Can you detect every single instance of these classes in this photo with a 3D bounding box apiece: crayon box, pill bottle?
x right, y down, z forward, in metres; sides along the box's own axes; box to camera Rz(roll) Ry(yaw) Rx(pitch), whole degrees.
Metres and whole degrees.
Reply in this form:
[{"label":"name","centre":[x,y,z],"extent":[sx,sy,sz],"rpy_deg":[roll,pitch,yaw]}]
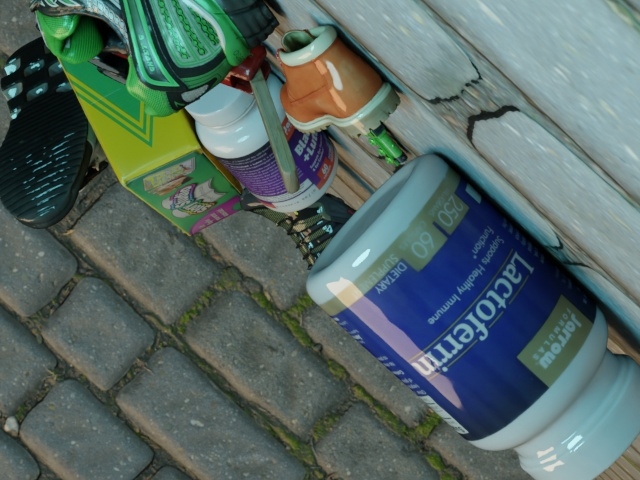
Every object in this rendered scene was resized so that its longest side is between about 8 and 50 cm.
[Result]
[{"label":"crayon box","centre":[-0.218,-0.187,1.606],"extent":[0.313,0.106,0.363],"rpy_deg":[62,-179,10]},{"label":"pill bottle","centre":[-0.067,-0.119,1.436],"extent":[0.108,0.108,0.193],"rpy_deg":[40,177,38]},{"label":"pill bottle","centre":[0.130,0.070,1.059],"extent":[0.264,0.153,0.153],"rpy_deg":[42,178,-7]}]

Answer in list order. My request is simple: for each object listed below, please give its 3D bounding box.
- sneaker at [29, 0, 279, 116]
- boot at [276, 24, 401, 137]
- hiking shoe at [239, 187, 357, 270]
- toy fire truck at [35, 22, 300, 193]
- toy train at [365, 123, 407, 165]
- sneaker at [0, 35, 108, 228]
[{"label":"sneaker","centre":[-0.202,-0.238,1.071],"extent":[0.343,0.146,0.134],"rpy_deg":[42,178,17]},{"label":"boot","centre":[-0.004,-0.125,0.994],"extent":[0.084,0.059,0.158],"rpy_deg":[46,168,-19]},{"label":"hiking shoe","centre":[0.000,0.000,1.644],"extent":[0.226,0.114,0.086],"rpy_deg":[18,175,2]},{"label":"toy fire truck","centre":[-0.113,-0.167,1.225],"extent":[0.246,0.159,0.217],"rpy_deg":[22,177,15]},{"label":"toy train","centre":[0.047,-0.093,1.143],"extent":[0.083,0.017,0.023],"rpy_deg":[44,167,-31]},{"label":"sneaker","centre":[-0.298,-0.103,1.570],"extent":[0.331,0.122,0.146],"rpy_deg":[-101,-14,-51]}]
